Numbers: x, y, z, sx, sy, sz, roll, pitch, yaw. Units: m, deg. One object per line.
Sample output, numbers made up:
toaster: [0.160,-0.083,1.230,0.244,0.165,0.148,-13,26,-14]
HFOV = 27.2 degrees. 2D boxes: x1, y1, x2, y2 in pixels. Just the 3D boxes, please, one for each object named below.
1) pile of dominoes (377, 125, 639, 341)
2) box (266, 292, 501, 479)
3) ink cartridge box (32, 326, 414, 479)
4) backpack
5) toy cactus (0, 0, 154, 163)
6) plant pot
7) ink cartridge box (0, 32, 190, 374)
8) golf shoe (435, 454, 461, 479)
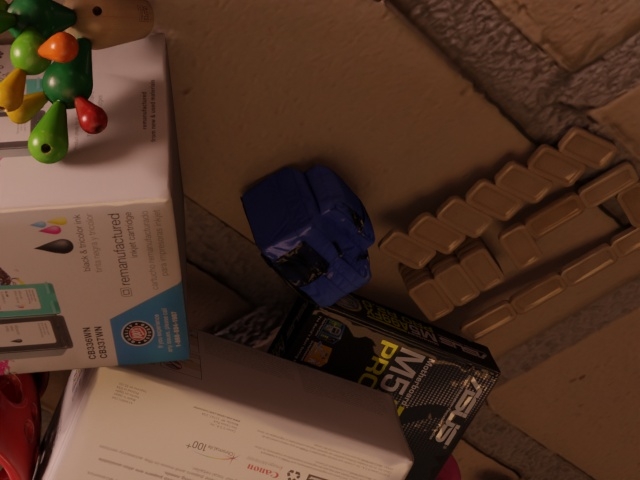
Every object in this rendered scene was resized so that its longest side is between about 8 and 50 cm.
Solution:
pile of dominoes: [0.195,-0.013,1.295,0.251,0.040,0.196,-31,133,10]
box: [0.026,0.194,1.371,0.216,0.060,0.270,24,110,-18]
ink cartridge box: [-0.113,0.241,1.265,0.309,0.130,0.272,21,110,-16]
backpack: [0.000,0.000,1.213,0.101,0.098,0.120,-27,133,13]
toy cactus: [-0.189,-0.172,0.972,0.112,0.219,0.180,-22,175,35]
plant pot: [-0.357,0.164,1.254,0.191,0.174,0.191,1,130,2]
ink cartridge box: [-0.249,-0.025,1.068,0.270,0.197,0.198,-5,137,-4]
golf shoe: [0.007,0.290,1.536,0.306,0.115,0.140,-4,160,-9]
